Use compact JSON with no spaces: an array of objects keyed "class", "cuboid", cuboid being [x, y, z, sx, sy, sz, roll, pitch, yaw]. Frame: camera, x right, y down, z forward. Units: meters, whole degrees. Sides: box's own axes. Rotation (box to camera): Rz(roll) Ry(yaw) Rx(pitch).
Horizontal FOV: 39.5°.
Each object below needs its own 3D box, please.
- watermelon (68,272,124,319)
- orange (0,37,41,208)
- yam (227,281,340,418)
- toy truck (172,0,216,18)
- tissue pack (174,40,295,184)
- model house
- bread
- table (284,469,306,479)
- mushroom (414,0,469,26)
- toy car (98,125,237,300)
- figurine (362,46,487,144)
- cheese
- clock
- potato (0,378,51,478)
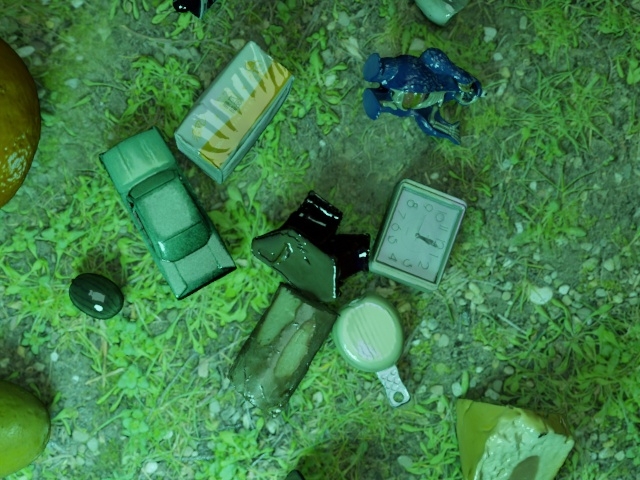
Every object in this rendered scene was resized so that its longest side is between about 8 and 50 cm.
[{"class":"watermelon","cuboid":[-0.421,0.103,1.671,0.110,0.078,0.078,28,83,-2]},{"class":"orange","cuboid":[-0.703,-0.205,1.545,0.424,0.326,0.424,1,85,-7]},{"class":"yam","cuboid":[-0.076,0.204,1.672,0.128,0.129,0.238,33,86,-17]},{"class":"toy truck","cuboid":[-0.294,-0.547,1.728,0.242,0.101,0.125,38,71,1]},{"class":"tissue pack","cuboid":[-0.162,-0.235,1.669,0.124,0.185,0.225,37,82,-1]},{"class":"model house","cuboid":[0.000,0.010,1.694,0.203,0.141,0.164,42,39,12]},{"class":"bread","cuboid":[0.365,0.402,1.651,0.183,0.211,0.224,4,80,-12]},{"class":"table","cuboid":[0.039,0.593,1.612,0.249,0.317,0.317,21,83,-16]},{"class":"mushroom","cuboid":[0.208,-0.534,1.783,0.092,0.081,0.223,-33,85,17]},{"class":"toy car","cuboid":[-0.287,-0.057,1.685,0.141,0.097,0.321,-29,89,-8]},{"class":"figurine","cuboid":[0.200,-0.300,1.749,0.262,0.121,0.164,12,111,-26]},{"class":"cheese","cuboid":[0.110,0.214,1.717,0.137,0.064,0.227,-25,87,-3]},{"class":"clock","cuboid":[0.189,-0.009,1.739,0.147,0.071,0.192,22,83,-3]},{"class":"potato","cuboid":[-0.567,0.342,1.604,0.158,0.178,0.203,7,60,-20]}]
